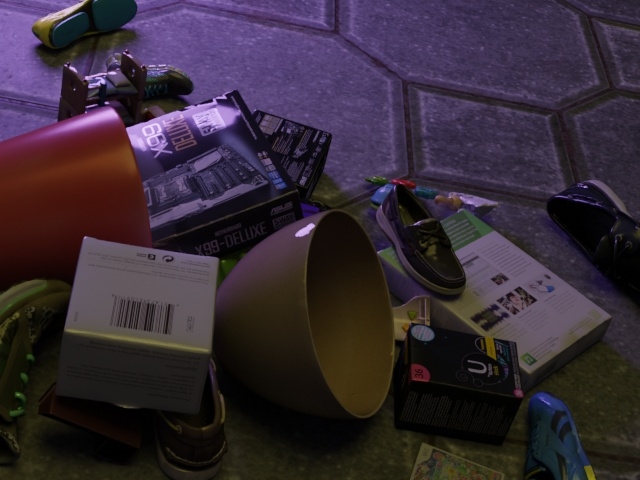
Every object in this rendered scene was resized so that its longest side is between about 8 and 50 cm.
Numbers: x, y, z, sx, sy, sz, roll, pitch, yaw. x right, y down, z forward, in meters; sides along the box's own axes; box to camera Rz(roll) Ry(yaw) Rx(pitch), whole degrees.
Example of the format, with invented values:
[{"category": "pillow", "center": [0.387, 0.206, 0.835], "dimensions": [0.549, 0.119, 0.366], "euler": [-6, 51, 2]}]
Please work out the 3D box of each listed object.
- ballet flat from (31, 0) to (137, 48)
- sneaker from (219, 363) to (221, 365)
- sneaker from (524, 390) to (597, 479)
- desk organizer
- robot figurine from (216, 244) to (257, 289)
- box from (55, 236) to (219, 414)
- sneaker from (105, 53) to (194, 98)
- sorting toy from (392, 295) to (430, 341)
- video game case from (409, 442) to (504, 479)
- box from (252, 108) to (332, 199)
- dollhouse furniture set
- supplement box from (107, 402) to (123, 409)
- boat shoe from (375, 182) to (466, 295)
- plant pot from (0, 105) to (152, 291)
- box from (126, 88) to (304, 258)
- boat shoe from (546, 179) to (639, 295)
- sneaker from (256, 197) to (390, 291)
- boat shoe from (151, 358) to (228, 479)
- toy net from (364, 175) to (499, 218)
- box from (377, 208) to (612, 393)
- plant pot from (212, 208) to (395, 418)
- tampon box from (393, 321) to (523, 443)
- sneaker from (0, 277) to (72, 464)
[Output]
[{"category": "ballet flat", "center": [-0.456, -0.428, 2.309], "dimensions": [0.077, 0.077, 0.231], "euler": [20, 37, 33]}, {"category": "sneaker", "center": [-0.124, 0.148, 1.734], "dimensions": [0.031, 0.035, 0.083], "euler": [12, 38, -5]}, {"category": "sneaker", "center": [0.316, 0.291, 1.683], "dimensions": [0.082, 0.069, 0.209], "euler": [0, 40, -13]}, {"category": "desk organizer", "center": [-0.291, 0.232, 1.525], "dimensions": [0.130, 0.047, 0.050], "euler": [27, 36, -24]}, {"category": "robot figurine", "center": [-0.138, 0.035, 1.842], "dimensions": [0.101, 0.067, 0.115], "euler": [9, 26, 45]}, {"category": "box", "center": [-0.227, 0.106, 1.520], "dimensions": [0.181, 0.119, 0.182], "euler": [10, 39, -9]}, {"category": "sneaker", "center": [-0.315, -0.281, 2.193], "dimensions": [0.166, 0.065, 0.076], "euler": [11, 54, 0]}, {"category": "sorting toy", "center": [0.131, 0.129, 1.844], "dimensions": [0.075, 0.045, 0.083], "euler": [1, 50, 3]}, {"category": "video game case", "center": [0.184, 0.328, 1.637], "dimensions": [0.122, 0.011, 0.087], "euler": [20, 38, 6]}, {"category": "box", "center": [-0.076, -0.129, 2.058], "dimensions": [0.147, 0.077, 0.180], "euler": [18, 38, 3]}, {"category": "dollhouse furniture set", "center": [-0.334, -0.212, 2.030], "dimensions": [0.129, 0.129, 0.183], "euler": [-21, 51, -37]}, {"category": "supplement box", "center": [-0.282, 0.174, 1.595], "dimensions": [0.062, 0.098, 0.036], "euler": [13, 38, -3]}, {"category": "boat shoe", "center": [0.159, -0.005, 1.901], "dimensions": [0.080, 0.073, 0.223], "euler": [-9, 43, -27]}, {"category": "plant pot", "center": [-0.389, -0.038, 1.716], "dimensions": [0.243, 0.275, 0.275], "euler": [-13, 45, -17]}, {"category": "box", "center": [-0.189, -0.094, 1.880], "dimensions": [0.242, 0.076, 0.307], "euler": [-20, 42, -9]}, {"category": "boat shoe", "center": [0.499, 0.009, 2.049], "dimensions": [0.113, 0.127, 0.340], "euler": [-6, 41, -24]}, {"category": "sneaker", "center": [0.000, -0.001, 1.907], "dimensions": [0.293, 0.102, 0.146], "euler": [29, 39, 17]}, {"category": "boat shoe", "center": [-0.198, 0.172, 1.628], "dimensions": [0.116, 0.097, 0.324], "euler": [-2, 41, -21]}, {"category": "toy net", "center": [0.194, -0.067, 2.112], "dimensions": [0.232, 0.045, 0.122], "euler": [9, 12, -13]}, {"category": "box", "center": [0.271, 0.088, 1.930], "dimensions": [0.232, 0.058, 0.322], "euler": [-25, 54, -40]}, {"category": "plant pot", "center": [-0.039, 0.111, 1.659], "dimensions": [0.191, 0.284, 0.284], "euler": [-10, 30, 25]}, {"category": "tampon box", "center": [0.193, 0.203, 1.720], "dimensions": [0.161, 0.101, 0.120], "euler": [10, 37, -6]}, {"category": "sneaker", "center": [-0.431, 0.197, 1.527], "dimensions": [0.182, 0.158, 0.410], "euler": [52, 40, -4]}]
